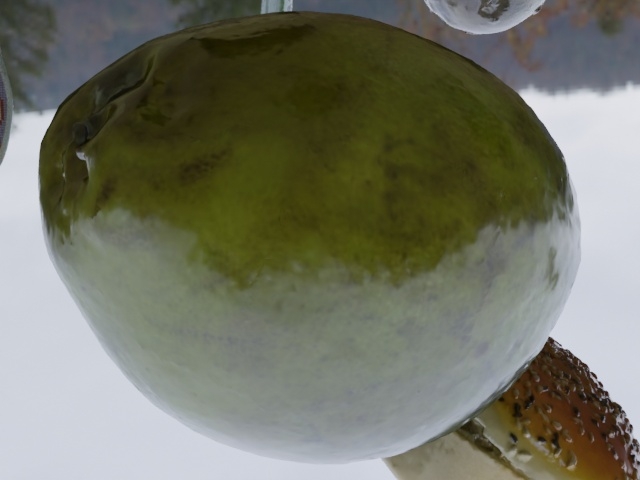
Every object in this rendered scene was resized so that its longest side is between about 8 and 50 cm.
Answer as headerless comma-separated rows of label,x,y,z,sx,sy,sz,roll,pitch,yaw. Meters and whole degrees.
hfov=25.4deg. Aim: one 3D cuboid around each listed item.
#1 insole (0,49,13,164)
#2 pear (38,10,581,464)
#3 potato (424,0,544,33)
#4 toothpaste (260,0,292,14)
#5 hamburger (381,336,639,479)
insole,-0.290,-0.146,1.179,0.065,0.197,0.004,-2,-178,-15
pear,0.000,0.000,1.027,0.413,0.352,0.352,12,-178,-32
potato,0.174,-0.304,1.526,0.165,0.165,0.262,-9,-157,-12
toothpaste,-0.039,-0.267,1.353,0.031,0.204,0.049,9,-130,2
hamburger,0.191,0.185,1.404,0.300,0.176,0.300,32,-164,-10
